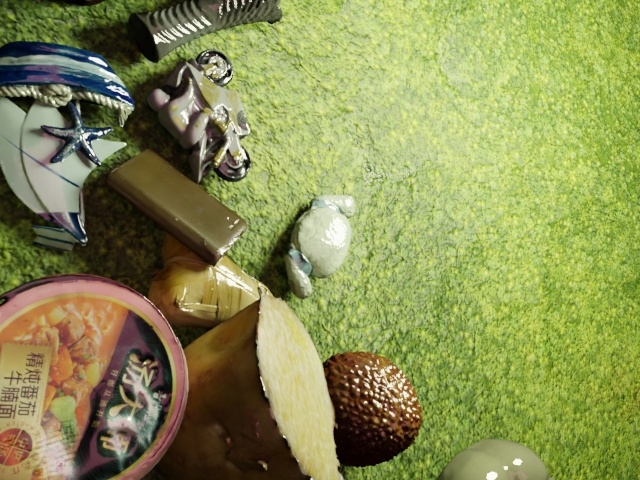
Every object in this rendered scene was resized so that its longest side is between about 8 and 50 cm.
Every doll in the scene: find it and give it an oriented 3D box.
[{"bbox_3d":[0.000,0.000,1.001,0.103,0.071,0.214,37,63,-22],"label":"doll"}]

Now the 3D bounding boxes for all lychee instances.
[{"bbox_3d":[0.068,0.273,0.943,0.195,0.194,0.194,5,81,-29],"label":"lychee"}]

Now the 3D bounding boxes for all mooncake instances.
[{"bbox_3d":[0.335,0.513,1.088,0.275,0.135,0.274,3,84,-26],"label":"mooncake"}]

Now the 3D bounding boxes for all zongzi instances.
[{"bbox_3d":[-0.162,0.044,0.902,0.195,0.099,0.197,20,53,-35],"label":"zongzi"}]

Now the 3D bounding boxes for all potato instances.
[{"bbox_3d":[-0.126,0.238,0.783,0.237,0.300,0.288,-22,122,9],"label":"potato"}]

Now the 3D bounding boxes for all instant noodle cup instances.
[{"bbox_3d":[-0.306,0.166,0.697,0.244,0.255,0.243,5,80,-28],"label":"instant noodle cup"}]

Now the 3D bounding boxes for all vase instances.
[{"bbox_3d":[-0.182,-0.365,0.939,0.237,0.115,0.115,-35,100,-24],"label":"vase"}]

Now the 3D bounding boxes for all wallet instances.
[{"bbox_3d":[-0.208,-0.051,0.860,0.198,0.031,0.110,37,36,-1],"label":"wallet"}]

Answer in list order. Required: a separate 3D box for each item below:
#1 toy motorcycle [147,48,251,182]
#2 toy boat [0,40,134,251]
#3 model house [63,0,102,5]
[{"bbox_3d":[-0.193,-0.198,0.920,0.152,0.073,0.225,-7,83,-32],"label":"toy motorcycle"},{"bbox_3d":[-0.355,-0.143,0.828,0.210,0.070,0.291,-27,100,-25],"label":"toy boat"},{"bbox_3d":[-0.286,-0.470,0.784,0.283,0.317,0.297,14,93,-28],"label":"model house"}]
